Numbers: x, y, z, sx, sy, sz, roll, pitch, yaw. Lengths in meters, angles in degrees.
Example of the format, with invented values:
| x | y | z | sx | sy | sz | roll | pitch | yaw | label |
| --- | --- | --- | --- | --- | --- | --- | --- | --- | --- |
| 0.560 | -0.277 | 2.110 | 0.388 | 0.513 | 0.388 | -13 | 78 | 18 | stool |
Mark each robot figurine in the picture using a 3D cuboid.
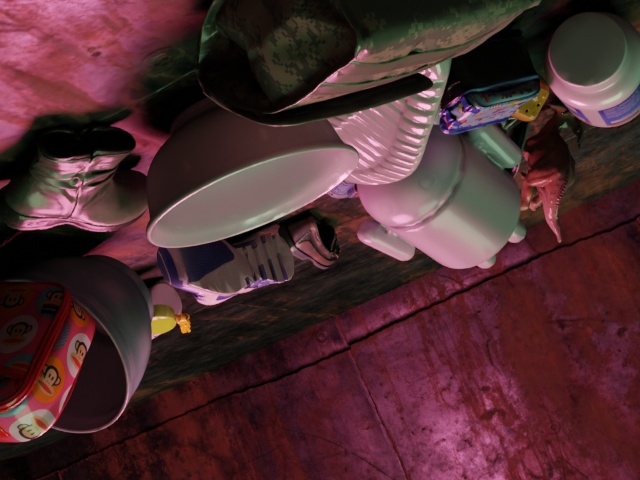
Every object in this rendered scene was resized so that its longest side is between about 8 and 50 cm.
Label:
| x | y | z | sx | sy | sz | roll | pitch | yaw | label |
| --- | --- | --- | --- | --- | --- | --- | --- | --- | --- |
| 0.200 | -0.082 | 1.677 | 0.300 | 0.200 | 0.353 | -45 | 130 | 15 | robot figurine |

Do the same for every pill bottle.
| x | y | z | sx | sy | sz | roll | pitch | yaw | label |
| --- | --- | --- | --- | --- | --- | --- | --- | --- | --- |
| -0.380 | 0.161 | 2.083 | 0.180 | 0.108 | 0.108 | -32 | 165 | 35 | pill bottle |
| 0.436 | -0.271 | 1.553 | 0.152 | 0.152 | 0.272 | -26 | 168 | 18 | pill bottle |

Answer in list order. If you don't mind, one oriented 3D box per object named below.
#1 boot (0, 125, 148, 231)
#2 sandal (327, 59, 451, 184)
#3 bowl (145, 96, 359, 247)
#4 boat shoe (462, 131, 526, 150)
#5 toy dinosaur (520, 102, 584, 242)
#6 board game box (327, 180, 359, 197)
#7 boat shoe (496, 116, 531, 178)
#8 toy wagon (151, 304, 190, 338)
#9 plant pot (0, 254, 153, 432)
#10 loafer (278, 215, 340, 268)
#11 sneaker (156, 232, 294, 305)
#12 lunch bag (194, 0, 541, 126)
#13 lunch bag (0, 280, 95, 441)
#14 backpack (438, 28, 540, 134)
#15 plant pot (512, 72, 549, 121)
| x | y | z | sx | sy | sz | roll | pitch | yaw | label |
| --- | --- | --- | --- | --- | --- | --- | --- | --- | --- |
| -0.277 | -0.082 | 1.260 | 0.161 | 0.083 | 0.246 | -38 | 163 | 35 | boot |
| 0.094 | -0.191 | 1.371 | 0.102 | 0.169 | 0.416 | -61 | -176 | -24 | sandal |
| -0.109 | -0.110 | 1.299 | 0.298 | 0.134 | 0.298 | -22 | 168 | -5 | bowl |
| 0.280 | -0.154 | 1.940 | 0.258 | 0.089 | 0.109 | -31 | 166 | 34 | boat shoe |
| 0.452 | -0.157 | 1.925 | 0.127 | 0.295 | 0.200 | 22 | 142 | -38 | toy dinosaur |
| 0.109 | -0.122 | 1.842 | 0.194 | 0.060 | 0.194 | -15 | 166 | -32 | board game box |
| 0.326 | -0.200 | 1.718 | 0.112 | 0.095 | 0.335 | -26 | 161 | -6 | boat shoe |
| -0.427 | 0.174 | 1.935 | 0.344 | 0.068 | 0.267 | -12 | 152 | -4 | toy wagon |
| -0.397 | 0.143 | 1.640 | 0.293 | 0.293 | 0.196 | -30 | -168 | 34 | plant pot |
| 0.000 | 0.000 | 2.119 | 0.084 | 0.096 | 0.267 | -32 | 164 | 15 | loafer |
| -0.211 | 0.069 | 1.919 | 0.182 | 0.127 | 0.315 | -25 | 165 | 34 | sneaker |
| 0.030 | -0.219 | 1.002 | 0.235 | 0.169 | 0.287 | -19 | 176 | -32 | lunch bag |
| -0.491 | 0.188 | 1.422 | 0.293 | 0.258 | 0.120 | -3 | 139 | 23 | lunch bag |
| 0.217 | -0.220 | 1.462 | 0.158 | 0.117 | 0.173 | -15 | 169 | -30 | backpack |
| 0.304 | -0.229 | 1.535 | 0.081 | 0.083 | 0.081 | 16 | 110 | -33 | plant pot |
